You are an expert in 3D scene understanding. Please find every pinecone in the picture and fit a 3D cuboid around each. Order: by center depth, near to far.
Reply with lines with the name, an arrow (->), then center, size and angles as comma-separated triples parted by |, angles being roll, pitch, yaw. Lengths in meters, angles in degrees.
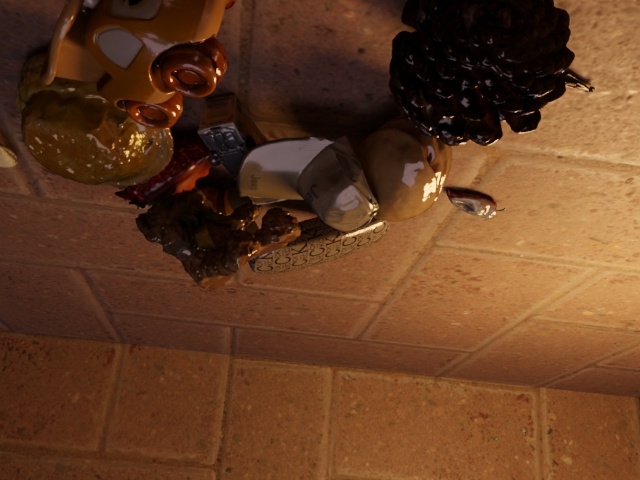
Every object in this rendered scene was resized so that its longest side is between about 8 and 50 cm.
pinecone -> 0.211, -0.245, 0.956 | 0.246, 0.246, 0.292 | 7, 176, -6

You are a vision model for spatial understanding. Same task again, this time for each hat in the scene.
hat -> -0.025, -0.084, 1.275 | 0.245, 0.149, 0.214 | -14, 152, -9

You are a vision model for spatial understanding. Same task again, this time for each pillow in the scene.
pillow -> -0.778, -0.197, 1.453 | 0.229, 0.051, 0.128 | 5, 163, 3

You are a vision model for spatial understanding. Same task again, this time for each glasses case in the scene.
glasses case -> 0.000, 0.000, 1.595 | 0.355, 0.085, 0.137 | -15, 154, -18

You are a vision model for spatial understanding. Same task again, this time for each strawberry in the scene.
strawberry -> -0.310, -0.153, 1.378 | 0.228, 0.098, 0.174 | -33, 176, 42

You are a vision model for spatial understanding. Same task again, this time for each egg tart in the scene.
egg tart -> -0.422, -0.191, 1.213 | 0.319, 0.128, 0.319 | 13, 141, 11

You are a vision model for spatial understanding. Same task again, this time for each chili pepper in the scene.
chili pepper -> 0.348, -0.081, 1.527 | 0.153, 0.041, 0.050 | 15, 112, -23

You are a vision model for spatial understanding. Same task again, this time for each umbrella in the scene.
umbrella -> 0.421, -0.262, 1.126 | 0.083, 0.020, 0.031 | 9, 157, -23

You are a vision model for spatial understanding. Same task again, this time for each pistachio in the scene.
pistachio -> 0.151, -0.132, 1.301 | 0.181, 0.162, 0.293 | 42, 159, 6

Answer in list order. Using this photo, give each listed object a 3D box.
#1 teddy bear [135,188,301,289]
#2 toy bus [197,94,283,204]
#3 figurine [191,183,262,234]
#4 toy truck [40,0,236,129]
teddy bear -> -0.206, -0.031, 1.335 | 0.246, 0.222, 0.296 | -27, 176, -43
toy bus -> -0.146, -0.171, 1.330 | 0.092, 0.106, 0.268 | -9, 151, 18
figurine -> -0.225, -0.082, 1.520 | 0.250, 0.166, 0.141 | 17, 138, -22
toy truck -> -0.251, -0.293, 0.945 | 0.212, 0.204, 0.288 | 21, 153, -29
